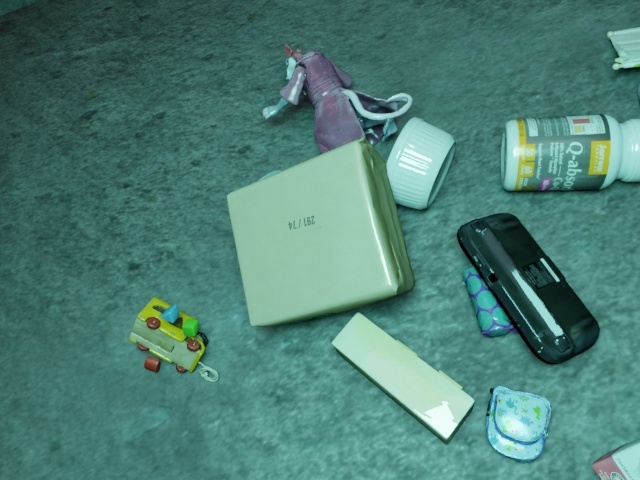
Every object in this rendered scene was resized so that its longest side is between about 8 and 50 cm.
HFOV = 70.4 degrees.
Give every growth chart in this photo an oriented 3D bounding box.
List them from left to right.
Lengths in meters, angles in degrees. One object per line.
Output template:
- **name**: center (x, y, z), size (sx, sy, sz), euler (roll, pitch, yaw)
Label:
- **growth chart**: center (0.817, -0.489, 1.135), size (0.172, 0.021, 0.237), euler (5, 45, 21)

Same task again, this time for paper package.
- **paper package**: center (0.000, 0.000, 0.944), size (0.325, 0.168, 0.309), euler (-18, 76, 23)

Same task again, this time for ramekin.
- **ramekin**: center (0.230, -0.169, 1.053), size (0.109, 0.207, 0.207), euler (26, 70, 17)

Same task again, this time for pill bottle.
- **pill bottle**: center (0.549, -0.191, 0.994), size (0.279, 0.162, 0.162), euler (0, 61, 17)

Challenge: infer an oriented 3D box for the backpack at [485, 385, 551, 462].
- **backpack**: center (0.345, 0.324, 0.801), size (0.105, 0.084, 0.114), euler (10, 67, 23)

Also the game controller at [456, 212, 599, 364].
- **game controller**: center (0.408, 0.081, 0.899), size (0.167, 0.067, 0.319), euler (-11, 61, -31)

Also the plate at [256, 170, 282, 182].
- **plate**: center (-0.159, -0.107, 1.193), size (0.188, 0.024, 0.188), euler (-32, 32, 23)

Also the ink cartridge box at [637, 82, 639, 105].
- **ink cartridge box**: center (0.924, -0.369, 0.923), size (0.396, 0.270, 0.151), euler (1, 63, 17)

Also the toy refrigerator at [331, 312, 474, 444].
- **toy refrigerator**: center (0.158, 0.260, 0.881), size (0.270, 0.102, 0.094), euler (35, 75, 30)

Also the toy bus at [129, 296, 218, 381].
- **toy bus**: center (-0.326, 0.215, 1.040), size (0.191, 0.202, 0.104), euler (-7, 29, 20)

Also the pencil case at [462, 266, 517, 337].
- **pencil case**: center (0.344, 0.121, 0.929), size (0.070, 0.064, 0.151), euler (-3, 59, -6)

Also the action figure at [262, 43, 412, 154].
- **action figure**: center (0.012, -0.378, 1.182), size (0.248, 0.276, 0.370), euler (-32, 84, -23)

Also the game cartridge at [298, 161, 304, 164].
- **game cartridge**: center (-0.042, -0.061, 1.154), size (0.196, 0.060, 0.294), euler (25, 70, 22)

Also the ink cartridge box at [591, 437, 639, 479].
- **ink cartridge box**: center (0.538, 0.349, 0.646), size (0.092, 0.217, 0.158), euler (-5, 51, -30)
